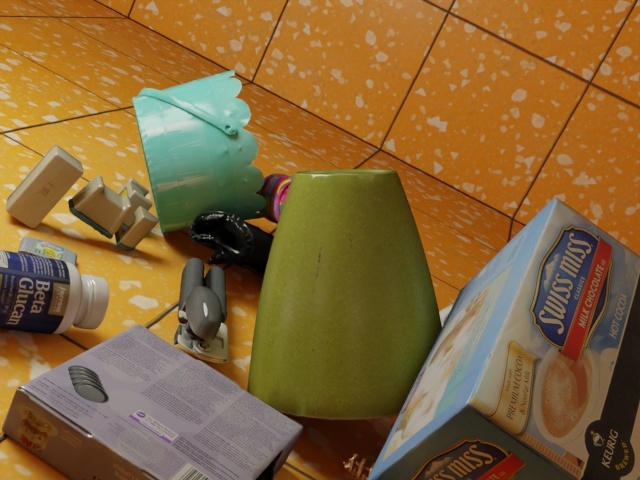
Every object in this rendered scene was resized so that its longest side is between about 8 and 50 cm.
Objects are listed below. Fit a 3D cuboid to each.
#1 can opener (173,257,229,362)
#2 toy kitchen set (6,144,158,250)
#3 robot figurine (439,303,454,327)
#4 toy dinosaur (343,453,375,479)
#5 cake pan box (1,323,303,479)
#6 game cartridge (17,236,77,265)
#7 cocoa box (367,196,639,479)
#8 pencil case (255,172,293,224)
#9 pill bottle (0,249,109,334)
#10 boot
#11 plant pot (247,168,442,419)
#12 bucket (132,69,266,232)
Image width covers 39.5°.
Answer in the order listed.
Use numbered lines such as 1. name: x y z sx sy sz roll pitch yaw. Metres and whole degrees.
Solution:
1. can opener: -0.163 0.085 1.304 0.076 0.095 0.283 22 19 -15
2. toy kitchen set: -0.386 -0.067 1.445 0.207 0.122 0.166 39 9 -31
3. robot figurine: 0.267 0.224 1.340 0.353 0.199 0.300 47 -11 47
4. toy dinosaur: 0.190 0.316 1.092 0.322 0.164 0.218 41 28 -26
5. cake pan box: -0.170 0.212 0.995 0.267 0.070 0.246 30 21 10
6. game cartridge: -0.396 0.020 1.296 0.083 0.017 0.056 20 15 -19
7. cocoa box: 0.248 0.170 1.007 0.228 0.231 0.347 36 48 -1
8. pencil case: -0.053 -0.066 1.578 0.104 0.104 0.236 21 3 -16
9. pill bottle: -0.354 0.066 1.099 0.169 0.094 0.094 12 23 -36
10. boot: -0.081 0.036 1.490 0.246 0.094 0.207 27 3 23
11. plant pot: 0.036 0.054 1.188 0.274 0.294 0.275 -1 8 0
12. bucket: -0.214 -0.150 1.551 0.183 0.281 0.281 -12 30 -11
